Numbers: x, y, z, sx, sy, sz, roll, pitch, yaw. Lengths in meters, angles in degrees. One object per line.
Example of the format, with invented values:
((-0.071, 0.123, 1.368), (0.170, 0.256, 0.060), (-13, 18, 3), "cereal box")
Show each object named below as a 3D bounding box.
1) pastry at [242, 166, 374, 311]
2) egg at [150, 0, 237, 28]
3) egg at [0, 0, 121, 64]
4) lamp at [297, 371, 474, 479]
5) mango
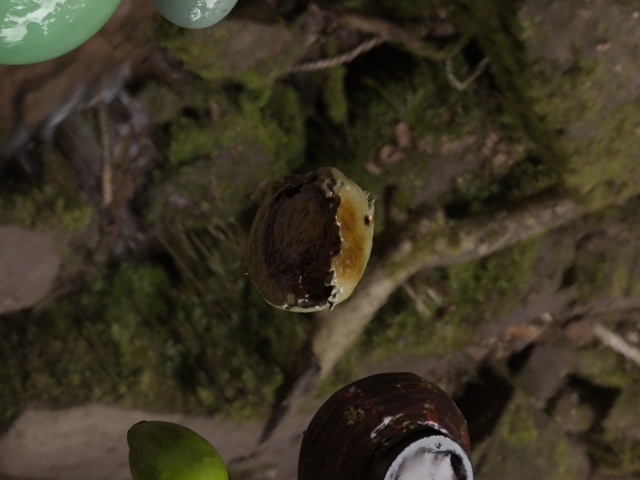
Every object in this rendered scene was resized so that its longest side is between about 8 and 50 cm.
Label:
((-0.005, 0.008, 2.196), (0.170, 0.256, 0.236), (14, 168, -38), "pastry")
((-0.168, -0.373, 1.630), (0.149, 0.192, 0.149), (-1, 166, 0), "egg")
((-0.283, -0.289, 1.169), (0.220, 0.220, 0.270), (-50, -158, 47), "egg")
((0.079, 0.283, 1.583), (0.247, 0.247, 0.247), (-39, 171, -7), "lamp")
((-0.141, 0.208, 1.176), (0.074, 0.091, 0.165), (-53, -150, -3), "mango")
